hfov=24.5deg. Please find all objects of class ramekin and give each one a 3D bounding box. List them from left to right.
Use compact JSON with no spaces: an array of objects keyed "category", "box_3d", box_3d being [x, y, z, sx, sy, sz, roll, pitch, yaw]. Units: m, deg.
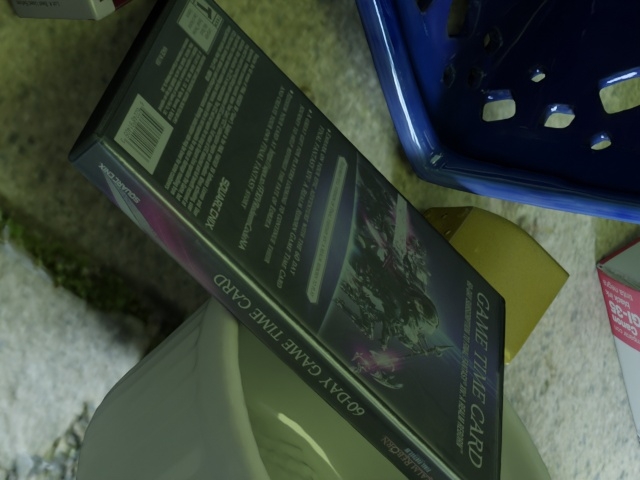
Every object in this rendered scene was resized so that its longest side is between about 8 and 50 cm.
[{"category":"ramekin","box_3d":[0.003,0.146,0.774,0.277,0.135,0.277,39,30,-28]}]

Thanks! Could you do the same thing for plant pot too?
[{"category":"plant pot","box_3d":[0.095,0.023,0.964,0.083,0.081,0.081,50,63,-26]},{"category":"plant pot","box_3d":[0.173,-0.167,0.883,0.212,0.236,0.236,-57,143,-30]}]

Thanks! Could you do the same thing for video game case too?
[{"category":"video game case","box_3d":[0.000,0.000,0.765,0.274,0.026,0.196,45,27,-18]}]

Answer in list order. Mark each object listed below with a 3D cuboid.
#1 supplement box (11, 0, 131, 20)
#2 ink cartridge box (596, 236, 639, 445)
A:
[{"category":"supplement box","box_3d":[-0.071,-0.222,0.758,0.239,0.073,0.130,-40,123,-34]},{"category":"ink cartridge box","box_3d":[0.356,0.108,1.178,0.207,0.117,0.283,-29,119,-21]}]
